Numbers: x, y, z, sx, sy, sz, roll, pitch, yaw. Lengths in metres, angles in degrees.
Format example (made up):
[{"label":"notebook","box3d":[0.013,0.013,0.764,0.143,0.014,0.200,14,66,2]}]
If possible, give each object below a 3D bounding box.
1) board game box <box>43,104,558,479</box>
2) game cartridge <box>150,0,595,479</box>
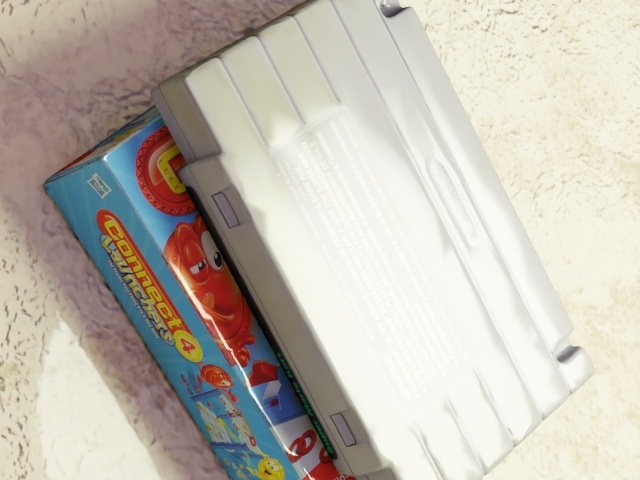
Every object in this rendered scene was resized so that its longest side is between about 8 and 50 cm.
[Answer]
[{"label":"board game box","box3d":[0.000,0.000,1.149,0.308,0.086,0.302,-41,106,-36]},{"label":"game cartridge","box3d":[0.043,0.003,1.090,0.230,0.068,0.355,-34,101,-33]}]
